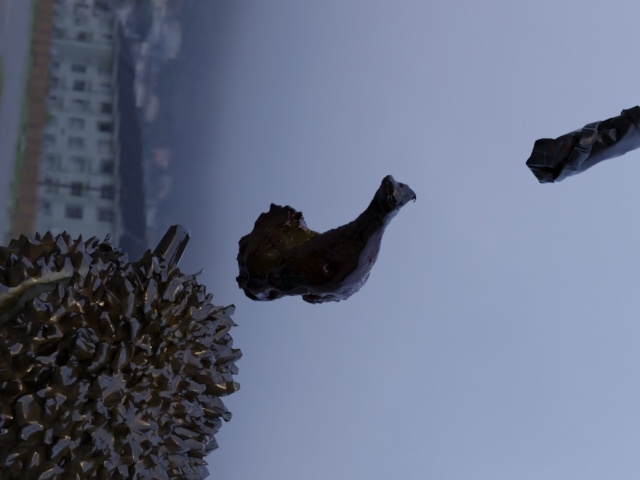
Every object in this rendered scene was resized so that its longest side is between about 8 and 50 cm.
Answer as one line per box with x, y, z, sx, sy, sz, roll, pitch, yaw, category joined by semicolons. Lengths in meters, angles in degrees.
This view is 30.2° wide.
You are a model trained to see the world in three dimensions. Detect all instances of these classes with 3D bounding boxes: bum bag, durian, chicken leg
0.230;-0.081;0.980;0.058;0.124;0.034;56;16;-56;bum bag
-0.126;0.072;0.626;0.167;0.196;0.196;43;38;-53;durian
0.001;0.005;0.640;0.145;0.037;0.062;-11;-85;48;chicken leg
